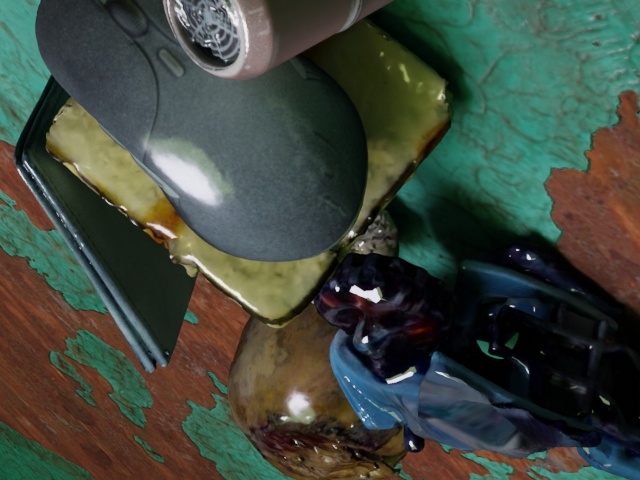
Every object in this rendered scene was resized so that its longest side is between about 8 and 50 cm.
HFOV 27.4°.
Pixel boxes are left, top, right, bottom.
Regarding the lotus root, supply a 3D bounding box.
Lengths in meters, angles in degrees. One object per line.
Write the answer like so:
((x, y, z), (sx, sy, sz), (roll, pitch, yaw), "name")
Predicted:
((0.013, 0.169, 1.426), (0.272, 0.192, 0.272), (19, 142, 16), "lotus root")

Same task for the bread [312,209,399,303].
((0.000, 0.000, 1.287), (0.119, 0.084, 0.177), (44, 148, -17), "bread")

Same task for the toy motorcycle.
((0.178, 0.128, 1.218), (0.416, 0.172, 0.232), (20, 151, -4), "toy motorcycle")

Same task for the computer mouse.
((-0.116, -0.136, 0.996), (0.379, 0.167, 0.090), (44, -178, 0), "computer mouse")

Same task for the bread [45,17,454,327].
((-0.059, -0.093, 1.075), (0.263, 0.236, 0.198), (37, 149, -1), "bread")

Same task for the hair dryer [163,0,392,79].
((-0.099, -0.273, 0.964), (0.344, 0.189, 0.107), (45, 145, 15), "hair dryer")

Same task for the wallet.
((-0.187, -0.056, 1.233), (0.054, 0.290, 0.251), (-19, 121, 20), "wallet")
